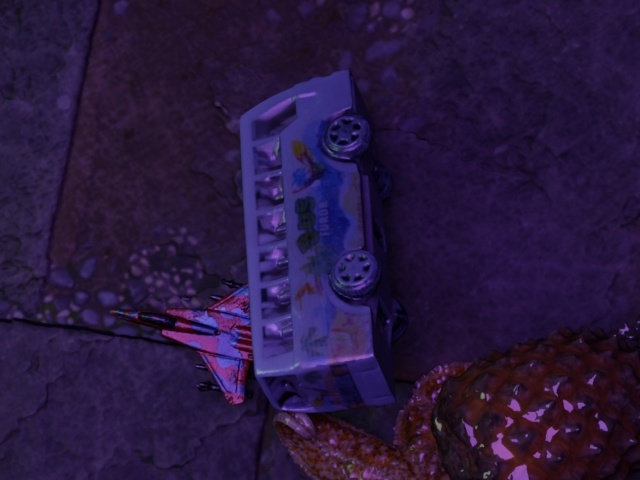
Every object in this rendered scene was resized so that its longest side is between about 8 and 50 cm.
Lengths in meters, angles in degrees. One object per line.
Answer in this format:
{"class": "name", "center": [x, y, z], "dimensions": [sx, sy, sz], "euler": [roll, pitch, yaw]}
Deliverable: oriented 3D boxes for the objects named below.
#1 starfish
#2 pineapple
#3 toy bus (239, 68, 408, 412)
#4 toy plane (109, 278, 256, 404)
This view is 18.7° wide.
{"class": "starfish", "center": [0.094, 0.263, 1.811], "dimensions": [0.312, 0.113, 0.303], "euler": [-23, 75, 0]}
{"class": "pineapple", "center": [0.276, 0.133, 1.736], "dimensions": [0.361, 0.175, 0.175], "euler": [-23, 75, -15]}
{"class": "toy bus", "center": [0.000, 0.000, 1.836], "dimensions": [0.136, 0.109, 0.329], "euler": [-12, 56, 11]}
{"class": "toy plane", "center": [-0.112, 0.089, 1.902], "dimensions": [0.189, 0.061, 0.130], "euler": [10, 81, 15]}
